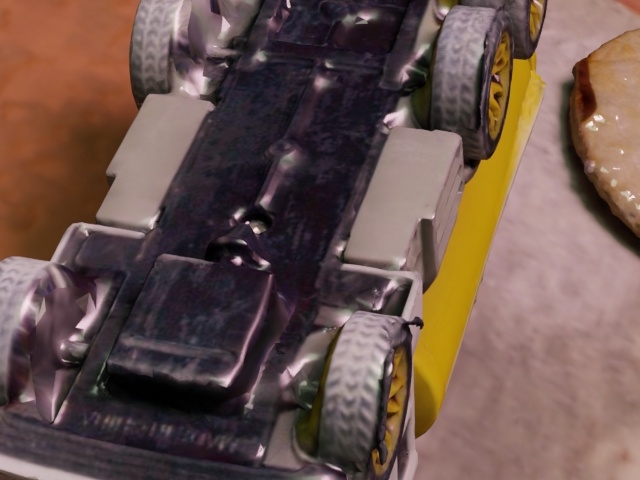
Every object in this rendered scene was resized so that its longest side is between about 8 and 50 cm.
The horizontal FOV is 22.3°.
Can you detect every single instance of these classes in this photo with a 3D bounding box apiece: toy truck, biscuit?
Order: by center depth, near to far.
[{"bbox_3d":[0.000,0.000,0.416,0.098,0.114,0.227,8,46,15],"label":"toy truck"},{"bbox_3d":[0.139,-0.030,0.555,0.120,0.015,0.120,11,50,-13],"label":"biscuit"}]
